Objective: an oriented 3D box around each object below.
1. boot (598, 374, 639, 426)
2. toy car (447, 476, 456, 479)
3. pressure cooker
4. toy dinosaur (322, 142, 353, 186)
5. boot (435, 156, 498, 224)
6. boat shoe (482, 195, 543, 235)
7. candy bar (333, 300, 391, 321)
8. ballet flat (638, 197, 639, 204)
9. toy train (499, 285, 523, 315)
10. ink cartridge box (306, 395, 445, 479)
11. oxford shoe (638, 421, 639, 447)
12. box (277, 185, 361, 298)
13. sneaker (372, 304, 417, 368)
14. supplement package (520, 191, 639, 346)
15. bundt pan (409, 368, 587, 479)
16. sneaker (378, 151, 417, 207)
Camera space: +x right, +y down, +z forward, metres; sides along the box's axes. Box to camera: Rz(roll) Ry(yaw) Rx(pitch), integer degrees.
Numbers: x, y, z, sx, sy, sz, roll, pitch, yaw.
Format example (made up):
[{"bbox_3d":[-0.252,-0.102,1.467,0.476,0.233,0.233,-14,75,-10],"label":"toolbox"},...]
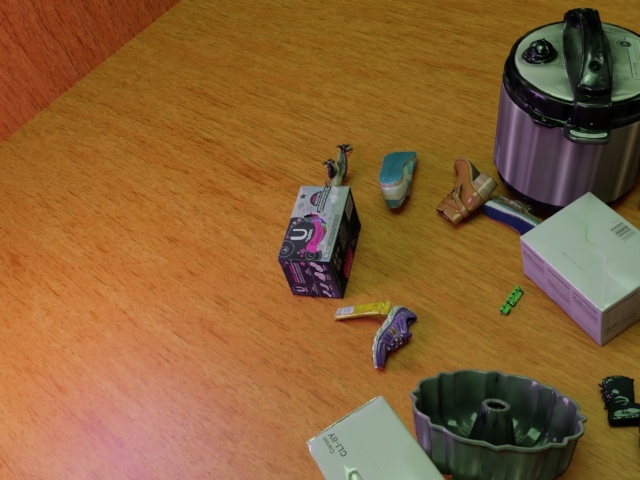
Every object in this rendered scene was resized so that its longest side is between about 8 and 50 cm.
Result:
[{"bbox_3d":[0.624,0.320,1.538,0.121,0.045,0.099,-7,46,15],"label":"boot"},{"bbox_3d":[0.350,0.495,1.428,0.188,0.149,0.155,-26,36,-19],"label":"toy car"},{"bbox_3d":[0.602,-0.316,1.805,0.375,0.421,0.370,-29,50,-20],"label":"pressure cooker"},{"bbox_3d":[0.050,-0.201,2.132,0.063,0.118,0.268,7,54,12],"label":"toy dinosaur"},{"bbox_3d":[0.358,-0.131,2.001,0.152,0.073,0.197,-46,26,6],"label":"boot"},{"bbox_3d":[0.491,-0.067,1.899,0.066,0.066,0.183,-42,50,-19],"label":"boat shoe"},{"bbox_3d":[0.097,0.169,1.833,0.161,0.018,0.040,-13,41,37],"label":"candy bar"},{"bbox_3d":[0.824,-0.056,1.778,0.070,0.070,0.188,-27,51,-4],"label":"ballet flat"},{"bbox_3d":[0.442,0.139,1.773,0.023,0.017,0.083,31,65,26],"label":"toy train"},{"bbox_3d":[0.149,0.491,1.323,0.160,0.385,0.279,-32,48,-9],"label":"ink cartridge box"},{"bbox_3d":[0.714,0.397,1.429,0.227,0.083,0.096,2,74,18],"label":"oxford shoe"},{"bbox_3d":[0.000,0.000,1.946,0.142,0.163,0.247,1,51,18],"label":"box"},{"bbox_3d":[0.170,0.222,1.765,0.071,0.068,0.170,19,58,24],"label":"sneaker"},{"bbox_3d":[0.608,0.059,1.696,0.204,0.145,0.262,-32,49,-8],"label":"supplement package"},{"bbox_3d":[0.332,0.369,1.468,0.330,0.124,0.331,2,14,0],"label":"bundt pan"},{"bbox_3d":[0.210,-0.173,2.079,0.087,0.092,0.229,1,32,23],"label":"sneaker"}]
